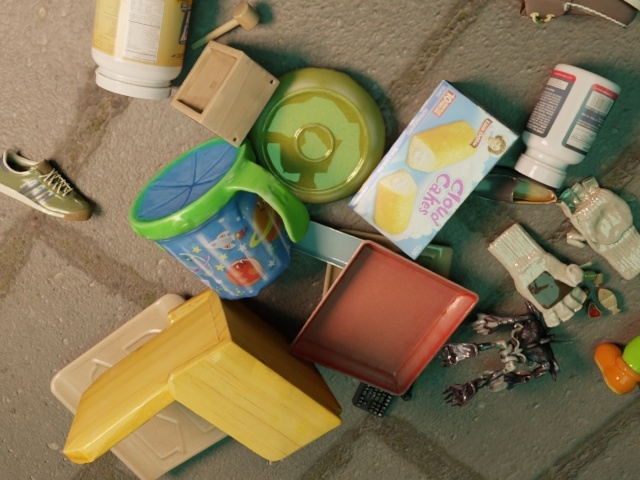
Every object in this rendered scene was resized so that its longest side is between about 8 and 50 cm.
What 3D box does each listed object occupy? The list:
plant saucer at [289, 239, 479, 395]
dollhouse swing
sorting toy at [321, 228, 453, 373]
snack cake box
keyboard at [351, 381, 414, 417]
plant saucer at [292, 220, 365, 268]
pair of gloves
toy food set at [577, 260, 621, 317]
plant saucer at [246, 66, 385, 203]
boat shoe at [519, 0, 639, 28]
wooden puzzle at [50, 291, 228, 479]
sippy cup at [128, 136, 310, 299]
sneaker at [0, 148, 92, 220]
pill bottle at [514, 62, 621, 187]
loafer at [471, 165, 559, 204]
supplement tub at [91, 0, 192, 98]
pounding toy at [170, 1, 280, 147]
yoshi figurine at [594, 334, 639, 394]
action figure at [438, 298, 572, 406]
[{"bbox_3d":[0.111,0.140,1.130,0.259,0.047,0.258,26,110,-22],"label":"plant saucer"},{"bbox_3d":[-0.197,0.278,1.065,0.315,0.347,0.305,40,88,-17],"label":"dollhouse swing"},{"bbox_3d":[0.116,0.134,1.202,0.229,0.041,0.307,9,110,2],"label":"sorting toy"},{"bbox_3d":[0.190,-0.118,1.053,0.152,0.089,0.264,40,110,8],"label":"snack cake box"},{"bbox_3d":[0.146,0.288,1.275,0.108,0.023,0.180,22,113,-4],"label":"keyboard"},{"bbox_3d":[0.000,0.000,1.139,0.192,0.018,0.067,21,114,22],"label":"plant saucer"},{"bbox_3d":[0.453,0.021,1.112,0.240,0.042,0.204,-36,96,15],"label":"pair of gloves"},{"bbox_3d":[0.501,0.096,1.165,0.078,0.019,0.122,-27,106,15],"label":"toy food set"},{"bbox_3d":[-0.009,-0.169,1.059,0.241,0.037,0.241,1,114,2],"label":"plant saucer"},{"bbox_3d":[0.322,-0.388,0.940,0.324,0.116,0.096,24,117,0],"label":"boat shoe"},{"bbox_3d":[-0.328,0.306,1.303,0.348,0.080,0.322,-36,105,13],"label":"wooden puzzle"},{"bbox_3d":[-0.167,-0.025,1.072,0.240,0.305,0.224,-37,122,-7],"label":"sippy cup"},{"bbox_3d":[-0.513,-0.107,1.155,0.192,0.064,0.086,22,117,0],"label":"sneaker"},{"bbox_3d":[0.392,-0.183,1.008,0.108,0.108,0.180,22,107,-4],"label":"pill bottle"},{"bbox_3d":[0.329,-0.093,1.083,0.170,0.061,0.062,2,113,6],"label":"loafer"},{"bbox_3d":[-0.287,-0.341,0.997,0.144,0.144,0.199,15,113,-1],"label":"supplement tub"},{"bbox_3d":[-0.146,-0.280,1.029,0.094,0.181,0.206,31,93,-42],"label":"pounding toy"},{"bbox_3d":[0.675,0.135,1.113,0.203,0.204,0.362,54,130,26],"label":"yoshi figurine"},{"bbox_3d":[0.336,0.207,1.161,0.276,0.141,0.164,-11,85,-32],"label":"action figure"}]
